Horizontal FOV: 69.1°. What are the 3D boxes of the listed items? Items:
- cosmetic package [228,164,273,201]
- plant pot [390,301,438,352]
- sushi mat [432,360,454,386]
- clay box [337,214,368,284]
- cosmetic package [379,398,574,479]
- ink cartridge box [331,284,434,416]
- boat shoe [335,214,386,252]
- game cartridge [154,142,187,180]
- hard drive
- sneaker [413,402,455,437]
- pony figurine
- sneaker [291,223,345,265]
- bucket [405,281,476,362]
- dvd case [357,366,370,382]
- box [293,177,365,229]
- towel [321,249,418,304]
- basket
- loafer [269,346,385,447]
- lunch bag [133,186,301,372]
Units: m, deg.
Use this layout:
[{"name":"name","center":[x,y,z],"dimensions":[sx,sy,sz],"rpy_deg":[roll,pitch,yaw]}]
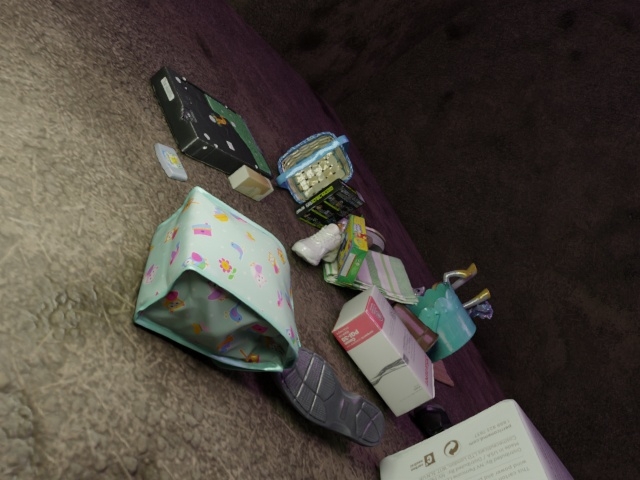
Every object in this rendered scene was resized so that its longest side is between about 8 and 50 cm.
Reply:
[{"name":"cosmetic package","center":[-0.182,-0.149,1.227],"dimensions":[0.115,0.060,0.041],"rpy_deg":[23,37,-59]},{"name":"plant pot","center":[0.260,0.290,1.484],"dimensions":[0.165,0.167,0.167],"rpy_deg":[50,16,5]},{"name":"sushi mat","center":[0.451,0.494,1.858],"dimensions":[0.316,0.019,0.152],"rpy_deg":[35,26,-50]},{"name":"clay box","center":[0.092,0.016,1.395],"dimensions":[0.053,0.128,0.222],"rpy_deg":[17,29,-9]},{"name":"cosmetic package","center":[0.359,0.599,0.878],"dimensions":[0.394,0.329,0.327],"rpy_deg":[51,17,-20]},{"name":"ink cartridge box","center":[0.173,0.287,1.238],"dimensions":[0.283,0.117,0.207],"rpy_deg":[54,17,-3]},{"name":"boat shoe","center":[0.140,-0.002,1.778],"dimensions":[0.302,0.113,0.104],"rpy_deg":[28,55,-38]},{"name":"game cartridge","center":[-0.314,-0.164,0.969],"dimensions":[0.083,0.017,0.056],"rpy_deg":[61,21,14]},{"name":"hard drive","center":[-0.272,-0.282,1.217],"dimensions":[0.237,0.064,0.339],"rpy_deg":[62,19,19]},{"name":"sneaker","center":[0.354,0.566,1.340],"dimensions":[0.228,0.087,0.130],"rpy_deg":[54,10,-27]},{"name":"pony figurine","center":[0.551,0.300,2.020],"dimensions":[0.303,0.363,0.351],"rpy_deg":[42,29,-80]},{"name":"sneaker","center":[0.000,0.000,1.317],"dimensions":[0.090,0.115,0.232],"rpy_deg":[36,16,16]},{"name":"bucket","center":[0.402,0.298,1.665],"dimensions":[0.183,0.281,0.281],"rpy_deg":[56,17,3]},{"name":"dvd case","center":[0.154,0.341,1.320],"dimensions":[0.165,0.018,0.221],"rpy_deg":[49,18,-20]},{"name":"box","center":[0.034,-0.114,1.543],"dimensions":[0.190,0.184,0.045],"rpy_deg":[23,39,-59]},{"name":"towel","center":[0.149,0.088,1.504],"dimensions":[0.324,0.038,0.248],"rpy_deg":[18,30,-19]},{"name":"basket","center":[-0.013,-0.243,1.533],"dimensions":[0.201,0.254,0.289],"rpy_deg":[61,6,7]},{"name":"loafer","center":[-0.002,0.304,0.882],"dimensions":[0.302,0.095,0.109],"rpy_deg":[43,51,-24]},{"name":"lunch bag","center":[-0.143,0.076,0.758],"dimensions":[0.262,0.160,0.224],"rpy_deg":[38,23,-33]}]
